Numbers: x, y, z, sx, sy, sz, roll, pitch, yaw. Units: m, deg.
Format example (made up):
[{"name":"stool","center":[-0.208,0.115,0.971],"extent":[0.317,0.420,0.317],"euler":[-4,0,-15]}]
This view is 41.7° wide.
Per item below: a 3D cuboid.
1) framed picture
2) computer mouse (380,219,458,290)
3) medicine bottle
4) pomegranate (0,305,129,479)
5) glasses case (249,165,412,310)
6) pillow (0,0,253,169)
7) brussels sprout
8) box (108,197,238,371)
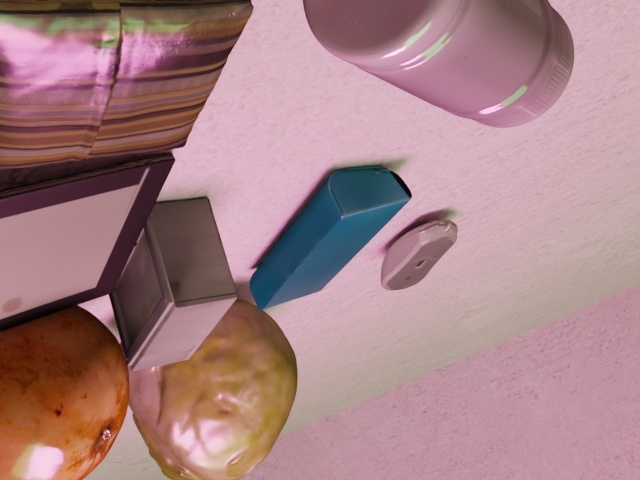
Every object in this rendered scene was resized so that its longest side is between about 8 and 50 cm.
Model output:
[{"name":"framed picture","center":[-0.324,0.031,0.833],"extent":[0.347,0.016,0.265],"euler":[-21,158,-40]},{"name":"computer mouse","center":[0.154,0.013,1.352],"extent":[0.089,0.056,0.182],"euler":[-7,149,-36]},{"name":"medicine bottle","center":[0.107,-0.175,0.681],"extent":[0.133,0.133,0.249],"euler":[-31,157,29]},{"name":"pomegranate","center":[-0.376,0.186,1.019],"extent":[0.270,0.252,0.229],"euler":[17,130,9]},{"name":"glasses case","center":[0.001,-0.001,1.158],"extent":[0.117,0.070,0.301],"euler":[-15,159,-32]},{"name":"pillow","center":[-0.177,-0.121,0.672],"extent":[0.208,0.052,0.212],"euler":[-12,161,-30]},{"name":"brussels sprout","center":[-0.171,0.223,1.322],"extent":[0.273,0.317,0.242],"euler":[-32,-163,-18]},{"name":"box","center":[-0.189,0.060,1.031],"extent":[0.086,0.130,0.225],"euler":[-8,157,-29]}]
